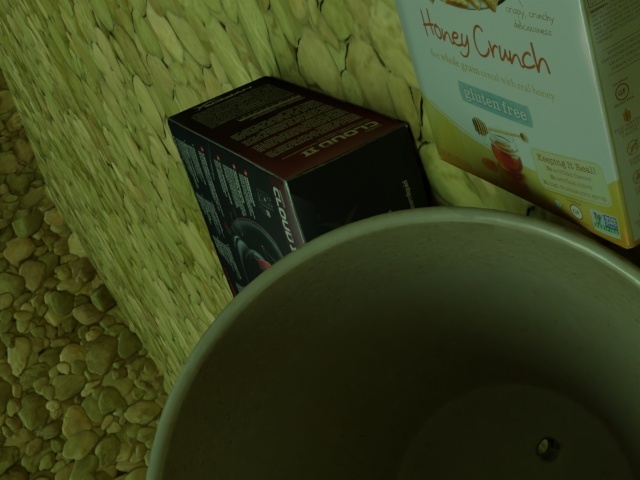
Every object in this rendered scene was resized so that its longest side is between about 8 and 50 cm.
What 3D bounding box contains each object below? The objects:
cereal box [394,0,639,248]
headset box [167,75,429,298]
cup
[{"bbox_3d":[0.091,-0.128,0.569,0.173,0.047,0.240,35,151,56],"label":"cereal box"},{"bbox_3d":[0.000,0.000,0.948,0.293,0.110,0.218,30,143,60],"label":"headset box"},{"bbox_3d":[0.097,0.163,0.681,0.331,0.331,0.237,54,-169,20],"label":"cup"}]
